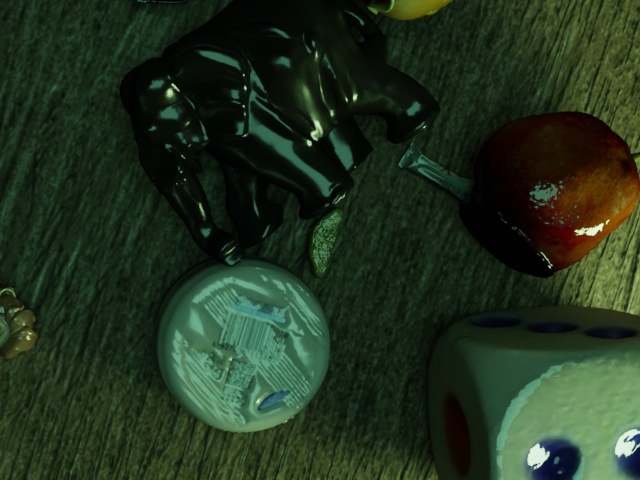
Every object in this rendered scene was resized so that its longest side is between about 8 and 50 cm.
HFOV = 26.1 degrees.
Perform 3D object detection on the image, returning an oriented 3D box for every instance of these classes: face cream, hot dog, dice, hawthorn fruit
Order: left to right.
[{"bbox_3d":[-0.092,0.120,1.620,0.206,0.111,0.205,-1,95,-11],"label":"face cream"},{"bbox_3d":[0.000,0.000,1.667,0.034,0.030,0.090,18,90,-9],"label":"hot dog"},{"bbox_3d":[0.276,0.216,1.619,0.251,0.259,0.243,-5,97,-11],"label":"dice"},{"bbox_3d":[0.294,-0.062,1.645,0.251,0.189,0.189,-19,97,-15],"label":"hawthorn fruit"}]

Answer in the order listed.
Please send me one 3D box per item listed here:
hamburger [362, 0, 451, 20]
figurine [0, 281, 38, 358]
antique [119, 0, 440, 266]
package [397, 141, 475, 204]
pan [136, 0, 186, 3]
[{"bbox_3d":[0.109,-0.373,1.541,0.212,0.274,0.274,38,87,-12],"label":"hamburger"},{"bbox_3d":[-0.396,0.076,1.573,0.157,0.114,0.126,11,126,-38],"label":"figurine"},{"bbox_3d":[-0.062,-0.152,1.574,0.322,0.185,0.255,-41,105,-12],"label":"antique"},{"bbox_3d":[0.149,-0.079,1.696,0.110,0.015,0.037,30,87,-12],"label":"package"},{"bbox_3d":[-0.149,-0.337,1.610,0.202,0.048,0.128,1,95,-9],"label":"pan"}]
